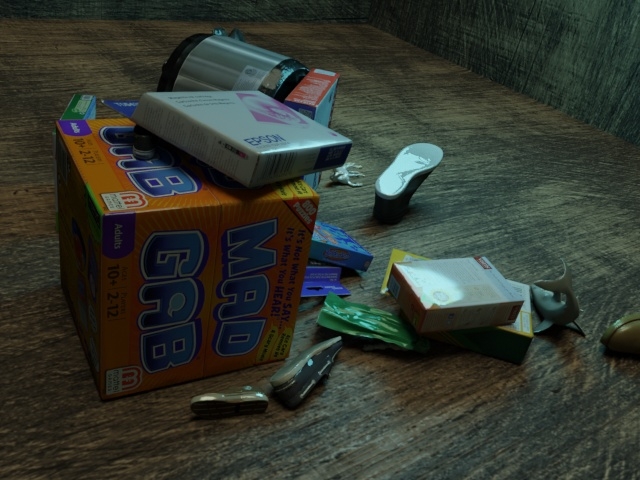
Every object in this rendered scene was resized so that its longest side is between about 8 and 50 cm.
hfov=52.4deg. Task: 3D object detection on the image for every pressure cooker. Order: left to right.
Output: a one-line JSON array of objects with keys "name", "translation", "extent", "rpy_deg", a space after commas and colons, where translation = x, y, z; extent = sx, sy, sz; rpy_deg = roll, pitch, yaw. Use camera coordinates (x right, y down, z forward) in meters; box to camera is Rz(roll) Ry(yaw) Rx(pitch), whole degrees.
[{"name": "pressure cooker", "translation": [-0.265, -0.396, 1.862], "extent": [0.420, 0.375, 0.370], "rpy_deg": [22, 35, 16]}]

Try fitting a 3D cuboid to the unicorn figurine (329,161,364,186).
[{"name": "unicorn figurine", "translation": [0.075, -0.200, 1.971], "extent": [0.111, 0.060, 0.162], "rpy_deg": [5, 15, -10]}]

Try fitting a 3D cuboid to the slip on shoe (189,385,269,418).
[{"name": "slip on shoe", "translation": [-0.155, 0.267, 1.096], "extent": [0.135, 0.051, 0.041], "rpy_deg": [1, 37, -23]}]

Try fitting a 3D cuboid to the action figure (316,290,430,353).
[{"name": "action figure", "translation": [0.111, 0.181, 1.323], "extent": [0.232, 0.063, 0.137], "rpy_deg": [18, 29, 5]}]

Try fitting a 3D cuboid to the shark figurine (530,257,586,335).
[{"name": "shark figurine", "translation": [0.513, 0.158, 1.436], "extent": [0.116, 0.278, 0.166], "rpy_deg": [-32, 73, 0]}]

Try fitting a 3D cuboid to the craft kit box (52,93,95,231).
[{"name": "craft kit box", "translation": [-0.572, -0.185, 1.527], "extent": [0.061, 0.246, 0.250], "rpy_deg": [2, 31, -10]}]

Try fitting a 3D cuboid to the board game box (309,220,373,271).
[{"name": "board game box", "translation": [0.000, 0.000, 1.525], "extent": [0.210, 0.047, 0.160], "rpy_deg": [15, 18, -39]}]

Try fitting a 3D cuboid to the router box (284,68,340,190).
[{"name": "router box", "translation": [-0.043, -0.253, 1.737], "extent": [0.082, 0.335, 0.301], "rpy_deg": [15, 32, 6]}]

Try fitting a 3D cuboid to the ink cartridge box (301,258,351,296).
[{"name": "ink cartridge box", "translation": [-0.055, 0.054, 1.451], "extent": [0.206, 0.045, 0.208], "rpy_deg": [2, 28, -49]}]

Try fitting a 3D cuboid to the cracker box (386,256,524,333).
[{"name": "cracker box", "translation": [0.273, 0.108, 1.333], "extent": [0.232, 0.067, 0.155], "rpy_deg": [-3, 34, -21]}]

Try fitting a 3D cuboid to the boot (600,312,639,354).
[{"name": "boot", "translation": [0.770, 0.267, 1.378], "extent": [0.236, 0.089, 0.269], "rpy_deg": [-4, 35, -24]}]

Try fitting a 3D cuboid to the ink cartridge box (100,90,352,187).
[{"name": "ink cartridge box", "translation": [-0.153, -0.211, 1.156], "extent": [0.330, 0.071, 0.324], "rpy_deg": [31, 25, 19]}]

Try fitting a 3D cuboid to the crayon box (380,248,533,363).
[{"name": "crayon box", "translation": [0.293, 0.138, 1.436], "extent": [0.323, 0.083, 0.203], "rpy_deg": [16, 31, 7]}]

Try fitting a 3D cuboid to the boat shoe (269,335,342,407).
[{"name": "boat shoe", "translation": [-0.016, 0.240, 1.204], "extent": [0.206, 0.075, 0.065], "rpy_deg": [-27, 90, -54]}]

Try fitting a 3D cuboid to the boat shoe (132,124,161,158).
[{"name": "boat shoe", "translation": [-0.295, -0.185, 1.111], "extent": [0.049, 0.040, 0.142], "rpy_deg": [3, 31, -13]}]

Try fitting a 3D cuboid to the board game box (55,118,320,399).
[{"name": "board game box", "translation": [-0.264, 0.006, 1.196], "extent": [0.356, 0.356, 0.356], "rpy_deg": [-7, 34, -30]}]

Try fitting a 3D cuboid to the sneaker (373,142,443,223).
[{"name": "sneaker", "translation": [0.238, -0.160, 1.834], "extent": [0.105, 0.147, 0.296], "rpy_deg": [33, 52, 20]}]
